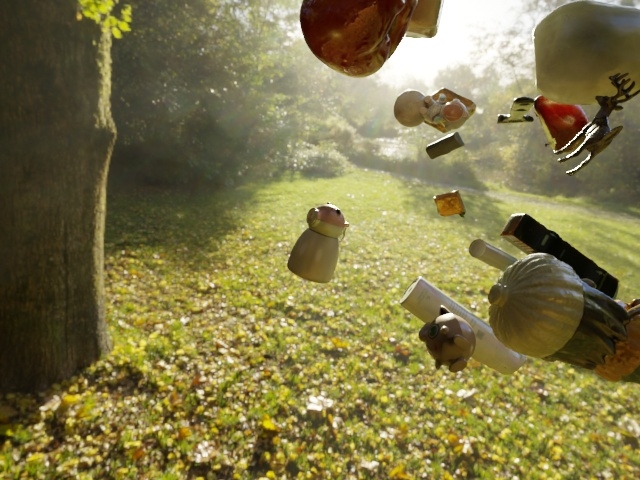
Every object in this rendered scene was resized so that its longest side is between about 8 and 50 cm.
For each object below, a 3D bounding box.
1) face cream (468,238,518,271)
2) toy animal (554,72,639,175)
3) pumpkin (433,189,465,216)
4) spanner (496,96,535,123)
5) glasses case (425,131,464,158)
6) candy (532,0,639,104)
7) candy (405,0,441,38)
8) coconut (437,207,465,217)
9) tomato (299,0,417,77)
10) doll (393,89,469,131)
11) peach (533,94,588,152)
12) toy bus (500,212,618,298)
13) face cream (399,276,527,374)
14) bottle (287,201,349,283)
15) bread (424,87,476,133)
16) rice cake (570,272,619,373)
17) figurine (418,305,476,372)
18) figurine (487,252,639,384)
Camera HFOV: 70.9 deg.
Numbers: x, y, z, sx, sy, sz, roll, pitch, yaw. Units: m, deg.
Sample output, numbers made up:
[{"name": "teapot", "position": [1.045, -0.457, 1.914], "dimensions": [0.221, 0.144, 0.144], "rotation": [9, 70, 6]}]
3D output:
[{"name": "face cream", "position": [0.688, 0.066, 1.777], "dimensions": [0.250, 0.077, 0.077], "rotation": [21, 5, -34]}, {"name": "toy animal", "position": [0.776, -0.313, 1.241], "dimensions": [0.087, 0.260, 0.243], "rotation": [30, 40, -10]}, {"name": "pumpkin", "position": [0.413, -0.118, 1.440], "dimensions": [0.083, 0.074, 0.054], "rotation": [-13, 29, 24]}, {"name": "spanner", "position": [0.464, -0.297, 1.043], "dimensions": [0.087, 0.024, 0.316], "rotation": [9, 9, 17]}, {"name": "glasses case", "position": [0.570, -0.433, 2.070], "dimensions": [0.042, 0.072, 0.190], "rotation": [-40, 12, -30]}, {"name": "candy", "position": [0.922, -0.631, 1.492], "dimensions": [0.426, 0.386, 0.186], "rotation": [14, -10, 19]}, {"name": "candy", "position": [0.301, -0.777, 1.286], "dimensions": [0.145, 0.359, 0.208], "rotation": [13, 23, 11]}, {"name": "coconut", "position": [0.566, -0.140, 1.939], "dimensions": [0.133, 0.055, 0.158], "rotation": [16, -7, -11]}, {"name": "tomato", "position": [0.080, -0.521, 1.028], "dimensions": [0.226, 0.299, 0.298], "rotation": [30, 21, 11]}, {"name": "doll", "position": [0.431, -0.495, 1.738], "dimensions": [0.287, 0.151, 0.151], "rotation": [18, 19, 24]}, {"name": "peach", "position": [0.937, -0.462, 1.736], "dimensions": [0.154, 0.267, 0.159], "rotation": [-28, 29, 19]}, {"name": "toy bus", "position": [0.742, 0.056, 1.387], "dimensions": [0.408, 0.093, 0.092], "rotation": [33, -7, -12]}, {"name": "face cream", "position": [0.378, 0.233, 1.201], "dimensions": [0.345, 0.102, 0.102], "rotation": [37, 19, 3]}, {"name": "bottle", "position": [0.000, 0.000, 1.378], "dimensions": [0.147, 0.237, 0.147], "rotation": [19, 9, -3]}, {"name": "bread", "position": [0.580, -0.598, 2.091], "dimensions": [0.210, 0.099, 0.235], "rotation": [37, 62, 27]}, {"name": "rice cake", "position": [0.890, 0.263, 1.452], "dimensions": [0.066, 0.336, 0.063], "rotation": [26, -8, -23]}, {"name": "figurine", "position": [0.299, 0.234, 1.055], "dimensions": [0.125, 0.125, 0.138], "rotation": [3, 18, -11]}, {"name": "figurine", "position": [0.461, 0.146, 0.778], "dimensions": [0.332, 0.185, 0.204], "rotation": [24, 6, 22]}]
